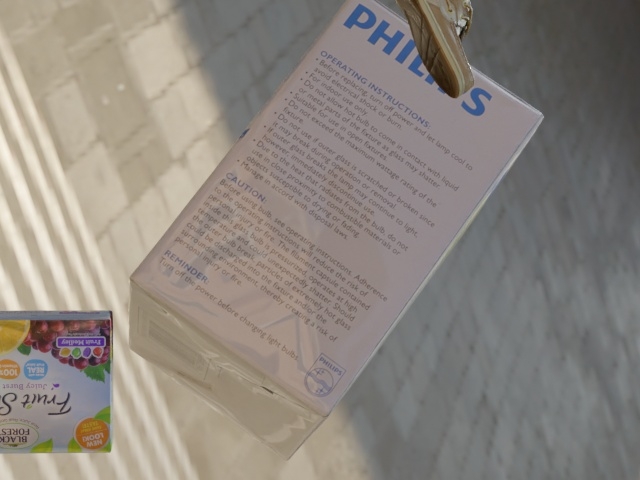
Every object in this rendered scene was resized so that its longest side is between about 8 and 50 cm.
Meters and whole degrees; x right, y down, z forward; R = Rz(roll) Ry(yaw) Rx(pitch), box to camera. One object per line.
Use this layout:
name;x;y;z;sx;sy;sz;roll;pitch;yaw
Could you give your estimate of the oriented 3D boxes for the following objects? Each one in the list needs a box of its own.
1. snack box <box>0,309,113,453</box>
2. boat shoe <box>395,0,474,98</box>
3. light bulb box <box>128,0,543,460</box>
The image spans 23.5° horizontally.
snack box;-0.221;0.102;1.106;0.037;0.141;0.100;-118;-152;-79
boat shoe;0.088;-0.168;1.131;0.050;0.045;0.135;101;-31;-67
light bulb box;0.000;0.000;1.556;0.225;0.361;0.358;36;-16;2
